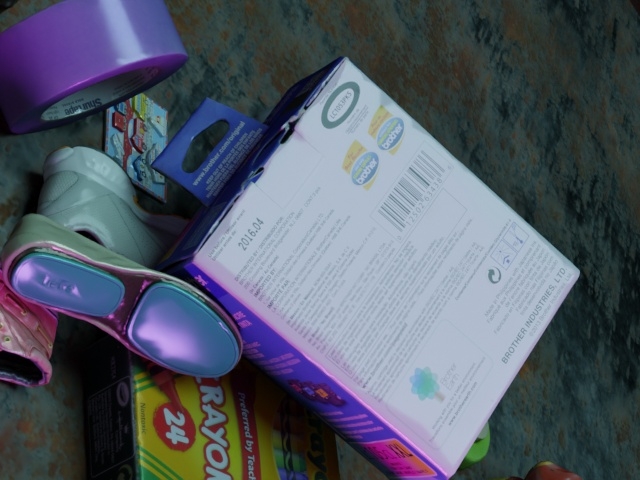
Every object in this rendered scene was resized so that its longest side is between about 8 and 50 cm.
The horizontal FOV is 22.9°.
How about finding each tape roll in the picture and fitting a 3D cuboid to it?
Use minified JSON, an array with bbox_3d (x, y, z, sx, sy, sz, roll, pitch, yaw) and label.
[{"bbox_3d":[-0.231,-0.178,1.546,0.189,0.189,0.080,-21,86,-60],"label":"tape roll"}]

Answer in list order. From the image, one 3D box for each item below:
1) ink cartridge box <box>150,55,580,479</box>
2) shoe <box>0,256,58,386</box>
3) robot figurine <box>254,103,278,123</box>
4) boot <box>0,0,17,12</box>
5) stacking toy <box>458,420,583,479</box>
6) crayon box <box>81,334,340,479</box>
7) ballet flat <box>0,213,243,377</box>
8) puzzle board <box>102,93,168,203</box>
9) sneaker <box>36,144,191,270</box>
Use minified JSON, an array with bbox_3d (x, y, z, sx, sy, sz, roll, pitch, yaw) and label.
[{"bbox_3d":[0.023,0.012,1.552,0.395,0.151,0.270,42,66,-13],"label":"ink cartridge box"},{"bbox_3d":[-0.298,0.062,1.390,0.178,0.063,0.081,41,32,-42],"label":"shoe"},{"bbox_3d":[0.000,0.000,1.765,0.300,0.200,0.353,34,43,-45],"label":"robot figurine"},{"bbox_3d":[-0.312,-0.269,1.558,0.106,0.114,0.037,4,65,-57],"label":"boot"},{"bbox_3d":[0.212,0.289,1.956,0.309,0.130,0.279,-17,83,-60],"label":"stacking toy"},{"bbox_3d":[-0.082,0.217,1.559,0.318,0.081,0.202,20,52,-41],"label":"crayon box"},{"bbox_3d":[-0.179,0.047,1.442,0.248,0.086,0.086,30,44,-29],"label":"ballet flat"},{"bbox_3d":[-0.200,-0.114,1.726,0.096,0.011,0.128,33,43,-42],"label":"puzzle board"},{"bbox_3d":[-0.186,0.025,1.581,0.262,0.099,0.121,36,48,-28],"label":"sneaker"}]
